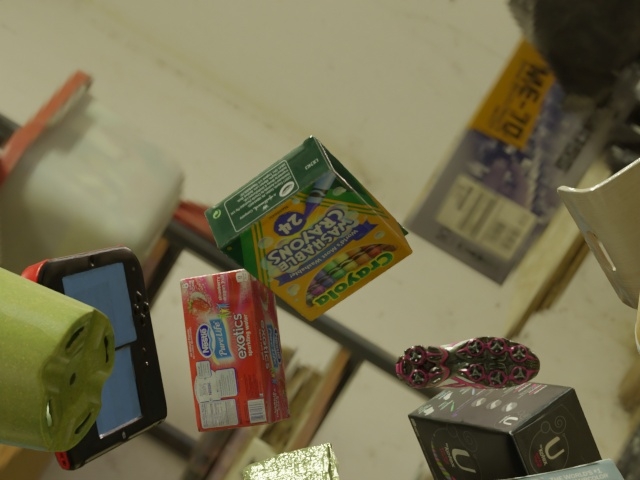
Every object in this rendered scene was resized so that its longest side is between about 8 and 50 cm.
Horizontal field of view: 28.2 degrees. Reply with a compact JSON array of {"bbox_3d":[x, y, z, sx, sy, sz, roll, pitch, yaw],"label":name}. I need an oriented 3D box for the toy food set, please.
[{"bbox_3d":[0.492,-0.069,1.694,0.306,0.220,0.092,-34,27,2],"label":"toy food set"}]

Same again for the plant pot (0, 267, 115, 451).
[{"bbox_3d":[-0.405,0.144,1.577,0.276,0.254,0.276,14,-90,-74],"label":"plant pot"}]

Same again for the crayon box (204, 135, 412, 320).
[{"bbox_3d":[0.000,0.000,1.937,0.203,0.083,0.323,-35,-39,11],"label":"crayon box"}]

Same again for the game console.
[{"bbox_3d":[-0.381,0.189,2.208,0.060,0.342,0.386,-14,0,18],"label":"game console"}]

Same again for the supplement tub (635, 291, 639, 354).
[{"bbox_3d":[0.412,0.071,1.358,0.200,0.144,0.144,82,-150,-45],"label":"supplement tub"}]

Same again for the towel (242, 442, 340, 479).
[{"bbox_3d":[-0.043,0.359,1.918,0.110,0.148,0.027,-102,-5,-60],"label":"towel"}]

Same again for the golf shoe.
[{"bbox_3d":[0.197,0.161,1.667,0.086,0.186,0.067,23,-114,-70],"label":"golf shoe"}]

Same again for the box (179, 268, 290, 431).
[{"bbox_3d":[-0.140,0.180,2.107,0.122,0.128,0.257,13,-112,-74],"label":"box"}]

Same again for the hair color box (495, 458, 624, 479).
[{"bbox_3d":[0.199,0.408,1.453,0.185,0.113,0.374,-4,-41,-31],"label":"hair color box"}]

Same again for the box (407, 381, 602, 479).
[{"bbox_3d":[0.288,0.321,1.999,0.143,0.165,0.270,-30,14,-28],"label":"box"}]
